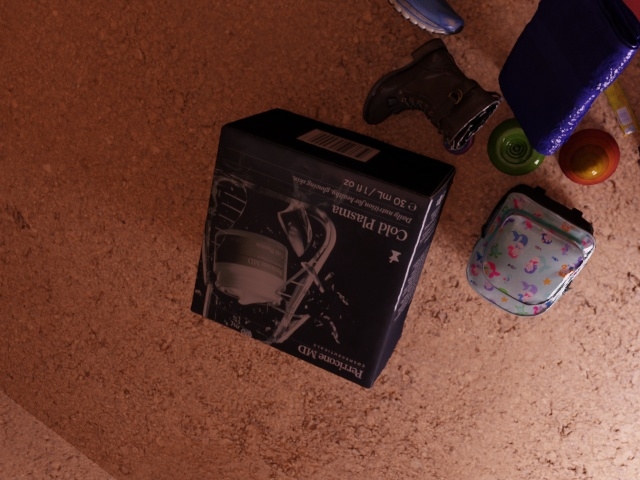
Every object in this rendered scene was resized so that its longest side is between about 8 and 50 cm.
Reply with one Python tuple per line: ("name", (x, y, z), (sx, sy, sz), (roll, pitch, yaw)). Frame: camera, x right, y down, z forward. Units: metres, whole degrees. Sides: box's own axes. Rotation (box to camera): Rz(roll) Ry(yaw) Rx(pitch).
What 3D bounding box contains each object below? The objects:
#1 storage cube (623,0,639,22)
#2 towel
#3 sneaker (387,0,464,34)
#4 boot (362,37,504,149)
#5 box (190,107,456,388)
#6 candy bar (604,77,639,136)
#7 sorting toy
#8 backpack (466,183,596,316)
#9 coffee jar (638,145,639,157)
("storage cube", (0.641, -0.446, 1.104), (0.215, 0.183, 0.193), (46, 119, 1))
("towel", (0.454, -0.332, 1.160), (0.308, 0.076, 0.228), (109, 146, -60))
("sneaker", (0.188, -0.562, 1.278), (0.147, 0.130, 0.330), (-40, 90, 30))
("boot", (0.229, -0.279, 1.326), (0.263, 0.091, 0.229), (-42, 62, 26))
("box", (0.000, 0.000, 1.453), (0.479, 0.297, 0.472), (20, 116, 15))
("candy bar", (0.603, -0.285, 1.265), (0.040, 0.018, 0.162), (-25, 97, 30))
("sorting toy", (0.434, -0.183, 1.308), (0.365, 0.126, 0.127), (12, 112, 17))
("backpack", (0.443, 0.038, 1.352), (0.225, 0.191, 0.254), (32, 121, 8))
("coffee jar", (0.709, -0.203, 1.206), (0.184, 0.096, 0.079), (-43, 86, 27))
